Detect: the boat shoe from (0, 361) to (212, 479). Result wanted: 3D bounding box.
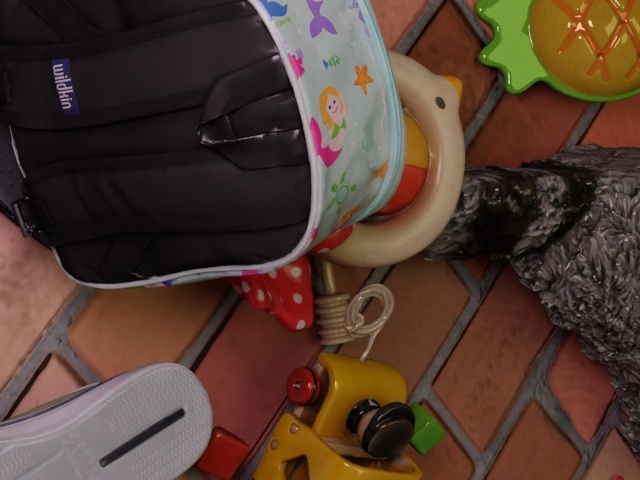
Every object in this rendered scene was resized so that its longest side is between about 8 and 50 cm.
[{"bbox_3d":[-0.199,0.167,1.266,0.302,0.094,0.109,-23,94,-42],"label":"boat shoe"}]

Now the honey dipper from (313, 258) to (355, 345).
[{"bbox_3d":[0.000,0.000,1.509,0.030,0.030,0.161,-13,94,-43],"label":"honey dipper"}]

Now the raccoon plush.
[{"bbox_3d":[0.216,0.079,1.661,0.446,0.216,0.299,2,103,-13],"label":"raccoon plush"}]

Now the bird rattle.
[{"bbox_3d":[0.016,-0.057,1.427,0.207,0.143,0.253,9,77,-26],"label":"bird rattle"}]

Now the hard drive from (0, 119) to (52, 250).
[{"bbox_3d":[-0.215,-0.131,1.297,0.255,0.054,0.172,53,56,-29],"label":"hard drive"}]

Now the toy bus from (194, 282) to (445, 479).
[{"bbox_3d":[0.021,0.169,1.428,0.191,0.104,0.202,-33,133,-17],"label":"toy bus"}]

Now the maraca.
[{"bbox_3d":[0.220,-0.181,1.683,0.185,0.099,0.127,-4,84,-17],"label":"maraca"}]

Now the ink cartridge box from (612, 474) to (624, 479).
[{"bbox_3d":[0.257,0.326,1.697,0.231,0.078,0.134,-49,119,-34],"label":"ink cartridge box"}]

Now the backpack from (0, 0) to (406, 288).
[{"bbox_3d":[-0.066,-0.089,1.223,0.191,0.253,0.225,-28,106,-41],"label":"backpack"}]
